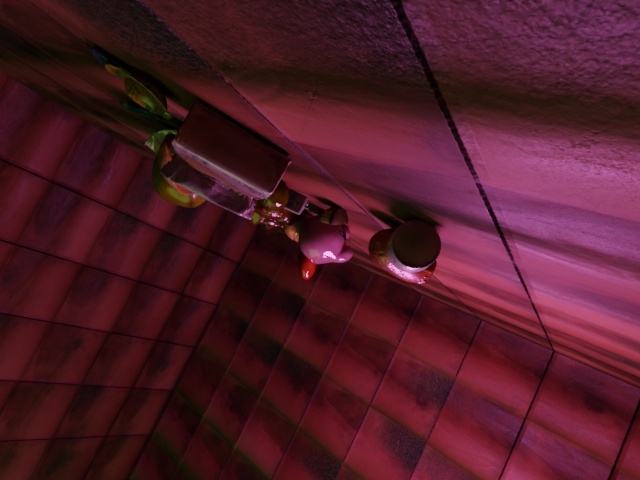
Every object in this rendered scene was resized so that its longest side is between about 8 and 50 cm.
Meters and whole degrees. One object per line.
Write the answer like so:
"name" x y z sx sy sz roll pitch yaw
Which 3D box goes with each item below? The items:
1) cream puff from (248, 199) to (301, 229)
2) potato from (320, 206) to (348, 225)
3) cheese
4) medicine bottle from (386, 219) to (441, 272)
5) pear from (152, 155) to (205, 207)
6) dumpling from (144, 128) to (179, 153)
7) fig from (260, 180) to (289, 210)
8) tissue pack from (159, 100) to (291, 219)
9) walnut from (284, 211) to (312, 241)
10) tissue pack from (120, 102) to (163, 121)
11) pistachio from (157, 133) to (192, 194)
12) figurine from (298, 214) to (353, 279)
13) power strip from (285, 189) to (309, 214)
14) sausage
"cream puff" -0.230 -0.146 1.903 0.269 0.154 0.241 -15 146 36
"potato" 0.044 -0.098 1.583 0.096 0.066 0.103 -3 -167 -45
"cheese" -0.513 -0.429 1.129 0.250 0.064 0.157 40 168 -26
"medicine bottle" 0.274 0.020 1.220 0.147 0.147 0.143 26 173 8
"pear" -0.620 -0.295 1.855 0.294 0.294 0.294 26 175 3
"dumpling" -0.596 -0.392 1.655 0.181 0.155 0.111 -14 -112 -46
"fig" -0.192 -0.203 1.556 0.124 0.124 0.236 25 163 20
"tissue pack" -0.284 -0.217 1.203 0.306 0.238 0.239 29 174 -22
"walnut" -0.103 -0.070 2.087 0.165 0.165 0.197 26 169 1
"tissue pack" -0.663 -0.482 1.525 0.138 0.027 0.085 21 177 9
"pistachio" -0.495 -0.293 1.577 0.230 0.229 0.309 25 164 11
"figurine" -0.009 -0.001 1.835 0.262 0.269 0.211 -18 135 18
"power strip" -0.144 -0.174 1.701 0.227 0.079 0.029 24 169 15
"sausage" 0.284 0.050 1.415 0.268 0.153 0.141 30 155 -31
